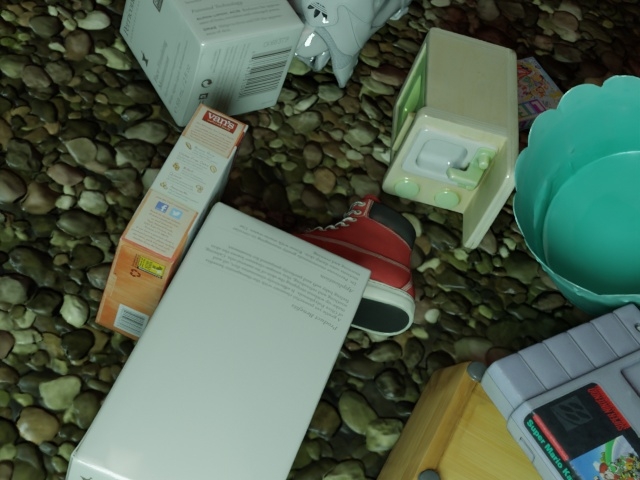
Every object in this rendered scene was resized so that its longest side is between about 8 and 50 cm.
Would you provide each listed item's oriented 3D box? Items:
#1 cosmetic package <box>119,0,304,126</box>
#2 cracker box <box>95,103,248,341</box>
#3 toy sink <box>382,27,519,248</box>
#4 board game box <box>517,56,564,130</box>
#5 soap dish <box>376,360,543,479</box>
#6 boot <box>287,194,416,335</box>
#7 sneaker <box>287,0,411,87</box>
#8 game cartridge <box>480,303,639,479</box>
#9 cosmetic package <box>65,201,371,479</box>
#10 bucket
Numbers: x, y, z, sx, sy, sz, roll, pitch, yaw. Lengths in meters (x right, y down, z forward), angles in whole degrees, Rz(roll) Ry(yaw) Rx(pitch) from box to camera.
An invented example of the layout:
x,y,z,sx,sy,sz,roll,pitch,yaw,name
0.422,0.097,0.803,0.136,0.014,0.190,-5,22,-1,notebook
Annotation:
x,y,z,sx,sy,sz,roll,pitch,yaw,name
-0.142,-0.272,1.738,0.151,0.151,0.184,-17,59,-31,cosmetic package
-0.164,-0.020,1.518,0.067,0.156,0.232,24,48,-1,cracker box
0.163,-0.131,1.740,0.131,0.153,0.234,14,50,-10,toy sink
0.268,-0.202,1.922,0.154,0.026,0.103,-17,60,-32,board game box
0.214,0.276,1.444,0.290,0.118,0.229,30,48,4,soap dish
0.000,0.000,1.616,0.244,0.088,0.176,19,47,-16,boot
0.047,-0.333,1.880,0.137,0.210,0.366,36,14,9,sneaker
0.349,0.239,1.409,0.230,0.068,0.355,-16,59,-36,game cartridge
-0.103,0.157,1.397,0.197,0.155,0.366,25,48,1,cosmetic package
0.373,-0.037,1.634,0.281,0.183,0.281,-6,69,15,bucket
